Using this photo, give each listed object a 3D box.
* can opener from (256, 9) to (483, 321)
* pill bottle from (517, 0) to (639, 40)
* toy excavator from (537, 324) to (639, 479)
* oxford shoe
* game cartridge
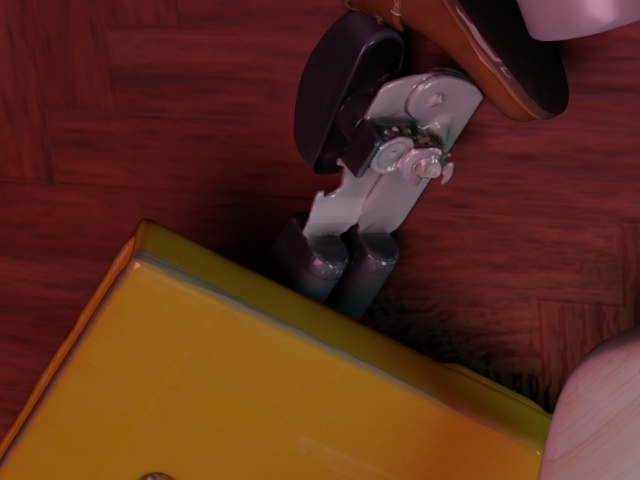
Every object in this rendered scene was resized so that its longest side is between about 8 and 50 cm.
[{"bbox_3d":[0.000,0.000,1.049,0.093,0.074,0.280,54,130,35],"label":"can opener"},{"bbox_3d":[0.105,-0.204,0.862,0.118,0.117,0.208,-12,108,28],"label":"pill bottle"},{"bbox_3d":[0.244,0.028,0.862,0.445,0.222,0.433,-7,109,32],"label":"toy excavator"},{"bbox_3d":[0.044,-0.136,0.951,0.212,0.076,0.076,51,123,7],"label":"oxford shoe"},{"bbox_3d":[-0.022,0.159,1.083,0.324,0.052,0.285,26,125,-15],"label":"game cartridge"}]
